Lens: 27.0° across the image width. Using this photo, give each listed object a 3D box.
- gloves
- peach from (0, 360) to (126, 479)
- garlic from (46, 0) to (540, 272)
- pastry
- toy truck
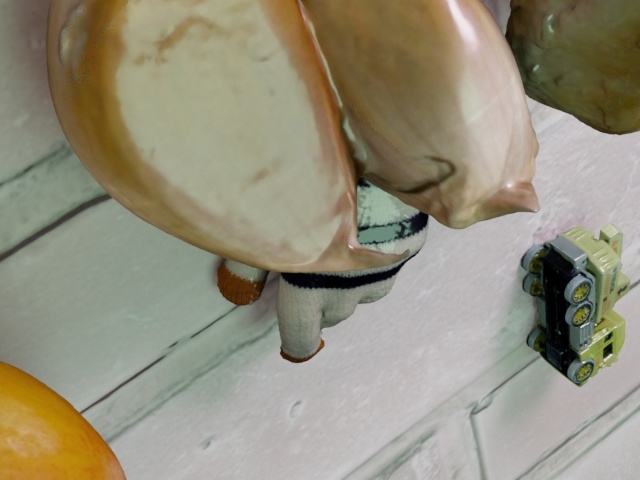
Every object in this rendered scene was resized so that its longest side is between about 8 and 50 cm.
[{"bbox_3d":[0.011,0.005,1.042,0.140,0.131,0.219,-5,113,-36],"label":"gloves"},{"bbox_3d":[-0.259,0.194,0.839,0.308,0.289,0.289,-28,141,-63],"label":"peach"},{"bbox_3d":[-0.010,-0.125,0.855,0.286,0.249,0.313,-55,129,-33],"label":"garlic"},{"bbox_3d":[0.244,-0.212,0.933,0.329,0.136,0.329,-56,170,-14],"label":"pastry"},{"bbox_3d":[0.265,0.058,1.334,0.100,0.077,0.169,-30,133,-20],"label":"toy truck"}]
